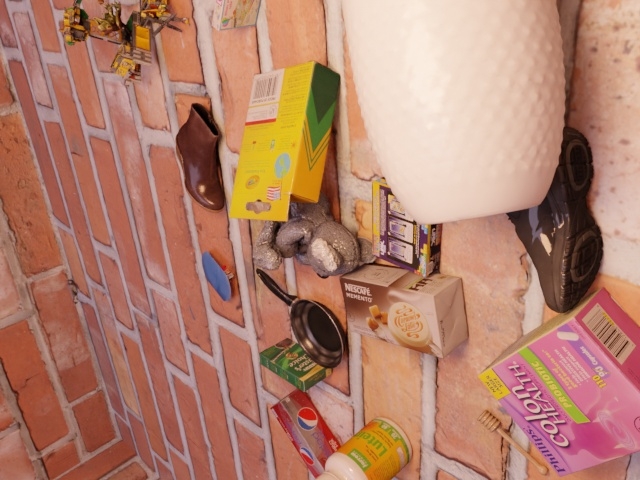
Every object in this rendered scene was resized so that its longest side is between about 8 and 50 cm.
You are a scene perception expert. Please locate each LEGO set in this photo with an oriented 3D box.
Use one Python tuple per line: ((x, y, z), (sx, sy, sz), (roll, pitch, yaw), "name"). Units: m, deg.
((-0.515, -0.540, 1.436), (0.331, 0.255, 0.192), (-26, 64, 41), "LEGO set")

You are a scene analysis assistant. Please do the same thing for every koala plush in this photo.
((0.000, 0.000, 1.227), (0.221, 0.196, 0.203), (31, 112, 39), "koala plush")

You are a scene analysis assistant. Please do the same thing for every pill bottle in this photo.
((0.099, 0.552, 1.377), (0.136, 0.246, 0.136), (26, 129, 37), "pill bottle")

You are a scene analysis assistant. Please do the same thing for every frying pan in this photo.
((-0.049, 0.212, 1.508), (0.326, 0.053, 0.197), (29, 131, 38), "frying pan")

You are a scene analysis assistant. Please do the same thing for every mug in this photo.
((0.190, -0.198, 0.824), (0.374, 0.276, 0.328), (-90, -10, -88), "mug")

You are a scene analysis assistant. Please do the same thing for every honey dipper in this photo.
((0.389, 0.409, 1.146), (0.161, 0.030, 0.030), (41, 137, 20), "honey dipper")

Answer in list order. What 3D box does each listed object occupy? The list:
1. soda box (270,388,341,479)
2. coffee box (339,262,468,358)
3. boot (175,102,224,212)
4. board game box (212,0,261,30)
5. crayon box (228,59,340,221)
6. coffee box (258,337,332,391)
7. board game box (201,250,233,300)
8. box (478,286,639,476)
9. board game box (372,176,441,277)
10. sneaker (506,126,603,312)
((-0.030, 0.568, 1.655), (0.263, 0.092, 0.083), (56, 141, 10), "soda box")
((0.169, 0.136, 1.177), (0.246, 0.098, 0.141), (9, 118, 45), "coffee box")
((-0.313, -0.216, 1.526), (0.248, 0.090, 0.207), (58, 144, 12), "boot")
((-0.166, -0.518, 1.178), (0.026, 0.103, 0.154), (45, 138, 22), "board game box")
((-0.079, -0.191, 1.171), (0.202, 0.081, 0.318), (7, 84, 47), "crayon box")
((-0.068, 0.336, 1.553), (0.184, 0.113, 0.040), (22, 123, 42), "coffee box")
((-0.311, 0.107, 1.761), (0.168, 0.033, 0.133), (46, 144, 28), "board game box")
((0.426, 0.236, 0.930), (0.213, 0.117, 0.243), (52, 141, 14), "box")
((0.169, -0.029, 1.125), (0.141, 0.048, 0.170), (25, 128, 41), "board game box")
((0.355, -0.029, 0.886), (0.130, 0.109, 0.286), (6, 106, 54), "sneaker")
